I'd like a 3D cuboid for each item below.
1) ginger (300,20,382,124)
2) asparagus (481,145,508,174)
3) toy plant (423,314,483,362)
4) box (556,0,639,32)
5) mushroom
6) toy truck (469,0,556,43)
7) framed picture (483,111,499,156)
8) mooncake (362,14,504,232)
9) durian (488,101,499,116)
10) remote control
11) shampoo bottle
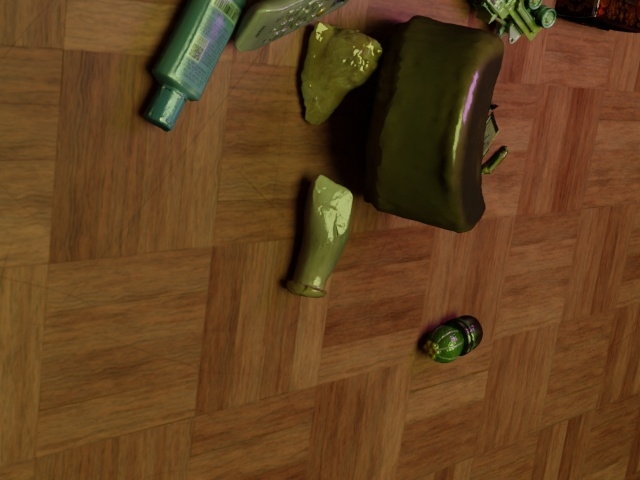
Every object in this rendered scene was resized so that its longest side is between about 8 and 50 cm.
[{"bbox_3d":[0.042,-0.303,1.850,0.115,0.122,0.193,-26,131,-63],"label":"ginger"},{"bbox_3d":[0.421,-0.195,2.360,0.108,0.021,0.025,-45,131,-27],"label":"asparagus"},{"bbox_3d":[0.311,0.238,2.353,0.162,0.093,0.093,-19,118,-39],"label":"toy plant"},{"bbox_3d":[0.727,-0.729,2.420,0.264,0.116,0.415,-3,106,-48],"label":"box"},{"bbox_3d":[0.004,-0.005,1.930,0.108,0.096,0.247,-18,123,-71],"label":"mushroom"},{"bbox_3d":[0.389,-0.521,2.134,0.135,0.128,0.259,-50,137,-3],"label":"toy truck"},{"bbox_3d":[0.338,-0.183,2.192,0.199,0.010,0.195,-56,165,3],"label":"framed picture"},{"bbox_3d":[0.222,-0.233,1.948,0.393,0.246,0.394,72,32,-62],"label":"mooncake"},{"bbox_3d":[0.284,-0.241,2.159,0.187,0.119,0.108,-52,171,-18],"label":"durian"},{"bbox_3d":[-0.033,-0.418,1.727,0.055,0.109,0.313,50,47,5],"label":"remote control"},{"bbox_3d":[-0.211,-0.302,1.610,0.104,0.061,0.258,35,78,-53],"label":"shampoo bottle"}]
